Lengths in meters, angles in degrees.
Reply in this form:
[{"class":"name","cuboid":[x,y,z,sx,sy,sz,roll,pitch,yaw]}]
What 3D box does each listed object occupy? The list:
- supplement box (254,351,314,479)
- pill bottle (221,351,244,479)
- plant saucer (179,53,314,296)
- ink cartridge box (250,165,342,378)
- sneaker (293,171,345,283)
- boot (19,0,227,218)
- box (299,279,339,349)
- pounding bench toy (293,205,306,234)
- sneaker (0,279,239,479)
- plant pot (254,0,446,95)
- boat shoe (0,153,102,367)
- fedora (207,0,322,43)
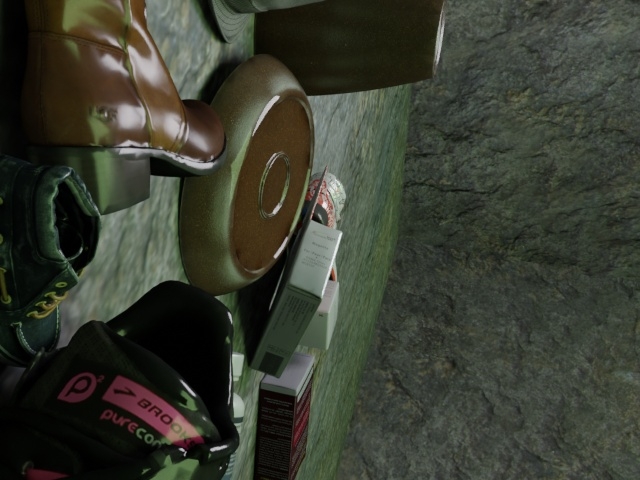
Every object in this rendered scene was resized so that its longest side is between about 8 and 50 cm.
[{"class":"supplement box","cuboid":[-0.068,0.344,1.409,0.130,0.073,0.240,-54,151,-65]},{"class":"pill bottle","cuboid":[-0.140,0.205,0.803,0.108,0.107,0.180,44,56,-77]},{"class":"plant saucer","cuboid":[-0.075,-0.073,0.934,0.310,0.050,0.311,15,90,-72]},{"class":"ink cartridge box","cuboid":[-0.029,0.056,1.187,0.275,0.060,0.239,116,-5,-52]},{"class":"sneaker","cuboid":[0.001,0.000,1.413,0.145,0.090,0.270,-66,160,-44]},{"class":"boot","cuboid":[-0.148,-0.182,0.561,0.264,0.096,0.281,-38,129,-64]},{"class":"box","cuboid":[-0.024,0.131,1.371,0.087,0.101,0.101,-71,167,-50]},{"class":"pounding bench toy","cuboid":[-0.059,-0.049,1.115,0.083,0.065,0.052,68,34,-70]},{"class":"sneaker","cuboid":[-0.157,0.156,0.408,0.483,0.185,0.202,-80,-165,-69]},{"class":"plant pot","cuboid":[0.051,-0.291,1.026,0.215,0.230,0.216,10,90,-80]},{"class":"boat shoe","cuboid":[-0.182,0.025,0.478,0.065,0.083,0.183,-70,165,-44]},{"class":"fedora","cuboid":[-0.038,-0.341,0.795,0.275,0.124,0.244,84,20,-56]}]
